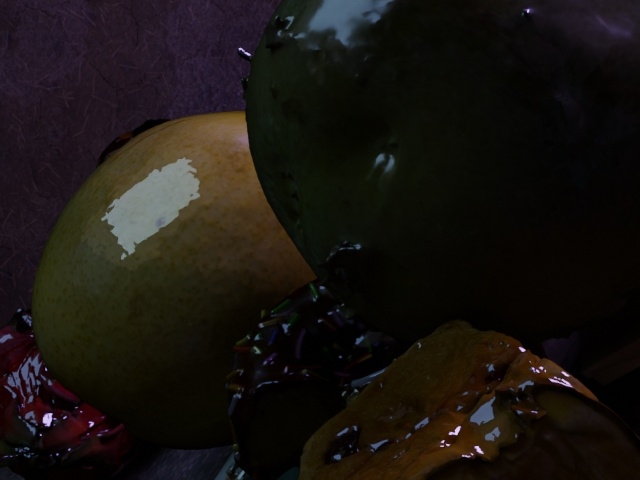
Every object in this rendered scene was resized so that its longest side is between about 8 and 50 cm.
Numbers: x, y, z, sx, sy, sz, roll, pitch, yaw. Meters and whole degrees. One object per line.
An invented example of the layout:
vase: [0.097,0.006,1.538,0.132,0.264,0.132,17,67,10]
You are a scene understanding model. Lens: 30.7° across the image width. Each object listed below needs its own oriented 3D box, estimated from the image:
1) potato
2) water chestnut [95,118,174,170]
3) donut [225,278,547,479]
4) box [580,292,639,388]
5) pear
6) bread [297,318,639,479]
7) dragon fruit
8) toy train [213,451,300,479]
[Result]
potato: [0.140,-0.075,0.708,0.359,0.269,0.219,-15,-3,-18]
water chestnut: [-0.183,0.006,1.394,0.300,0.300,0.300,-41,14,13]
donut: [0.044,0.085,0.812,0.216,0.096,0.230,-40,29,-31]
box: [0.211,0.033,0.772,0.073,0.020,0.149,-36,16,33]
pear: [-0.093,0.038,1.051,0.314,0.314,0.314,-41,14,13]
bread: [0.082,0.138,0.562,0.143,0.158,0.149,-38,8,-10]
dragon fruit: [-0.308,0.189,1.351,0.234,0.233,0.293,-41,-2,14]
toy train: [-0.053,0.205,0.913,0.194,0.081,0.125,-54,13,-30]
